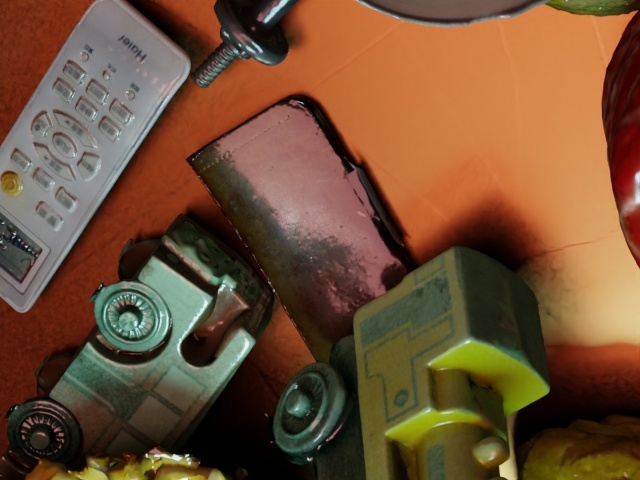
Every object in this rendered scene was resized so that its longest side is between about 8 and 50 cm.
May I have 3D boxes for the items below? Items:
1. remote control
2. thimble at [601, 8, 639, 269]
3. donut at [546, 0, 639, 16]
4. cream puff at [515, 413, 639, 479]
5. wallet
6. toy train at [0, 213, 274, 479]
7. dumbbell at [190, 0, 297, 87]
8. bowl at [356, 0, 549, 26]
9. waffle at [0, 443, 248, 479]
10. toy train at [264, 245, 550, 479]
[{"bbox_3d":[-0.230,-0.080,1.731,0.109,0.055,0.313,41,117,8],"label":"remote control"},{"bbox_3d":[0.392,-0.069,1.435,0.350,0.230,0.350,2,115,5],"label":"thimble"},{"bbox_3d":[0.210,-0.305,1.509,0.272,0.107,0.272,5,105,17],"label":"donut"},{"bbox_3d":[0.248,0.272,1.620,0.244,0.196,0.244,4,107,13],"label":"cream puff"},{"bbox_3d":[0.000,0.000,1.698,0.137,0.031,0.255,-29,98,18],"label":"wallet"},{"bbox_3d":[-0.176,0.130,1.737,0.159,0.129,0.326,37,112,-4],"label":"toy train"},{"bbox_3d":[-0.023,-0.220,1.613,0.081,0.081,0.254,47,113,-1],"label":"dumbbell"},{"bbox_3d":[0.082,-0.322,1.408,0.313,0.146,0.313,-5,105,-18],"label":"bowl"},{"bbox_3d":[-0.161,0.328,1.732,0.382,0.095,0.379,-13,130,19],"label":"waffle"},{"bbox_3d":[0.082,0.207,1.548,0.237,0.369,0.150,-34,131,30],"label":"toy train"}]
